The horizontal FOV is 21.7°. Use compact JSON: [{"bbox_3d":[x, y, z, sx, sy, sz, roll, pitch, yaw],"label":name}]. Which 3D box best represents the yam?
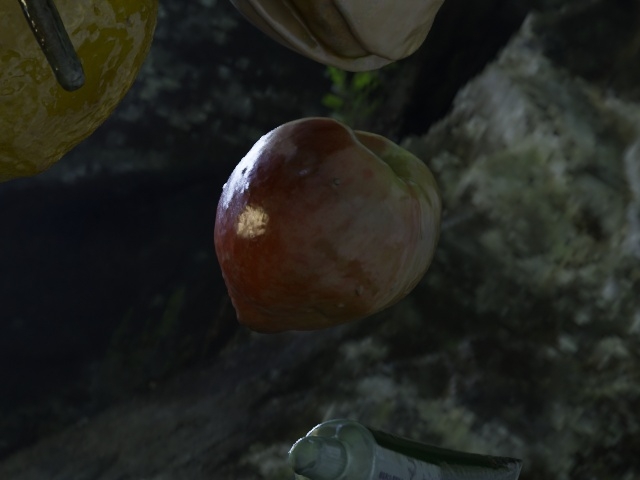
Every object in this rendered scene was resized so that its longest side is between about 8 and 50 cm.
[{"bbox_3d":[-0.172,-0.143,1.015,0.021,0.021,0.116,-21,-100,-36],"label":"yam"}]

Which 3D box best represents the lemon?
[{"bbox_3d":[-0.310,-0.211,1.520,0.336,0.336,0.336,12,-134,-13],"label":"lemon"}]

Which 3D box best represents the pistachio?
[{"bbox_3d":[0.016,-0.277,1.552,0.321,0.229,0.238,-6,-104,-64],"label":"pistachio"}]

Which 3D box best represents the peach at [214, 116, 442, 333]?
[{"bbox_3d":[0.000,0.000,1.566,0.232,0.232,0.232,12,-134,-13],"label":"peach"}]

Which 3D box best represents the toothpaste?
[{"bbox_3d":[0.070,0.185,1.266,0.061,0.099,0.392,29,179,28],"label":"toothpaste"}]
